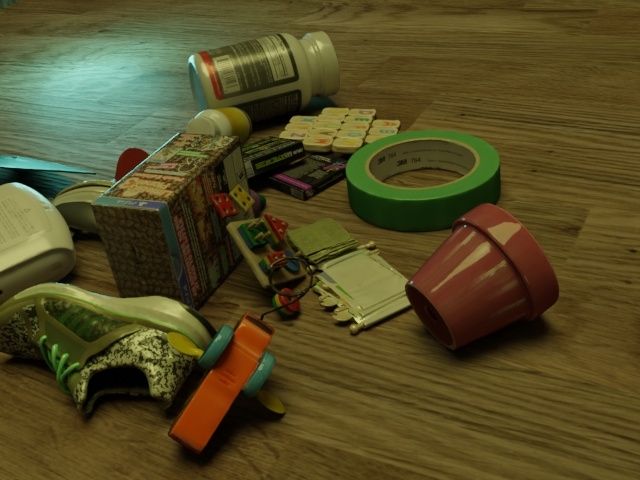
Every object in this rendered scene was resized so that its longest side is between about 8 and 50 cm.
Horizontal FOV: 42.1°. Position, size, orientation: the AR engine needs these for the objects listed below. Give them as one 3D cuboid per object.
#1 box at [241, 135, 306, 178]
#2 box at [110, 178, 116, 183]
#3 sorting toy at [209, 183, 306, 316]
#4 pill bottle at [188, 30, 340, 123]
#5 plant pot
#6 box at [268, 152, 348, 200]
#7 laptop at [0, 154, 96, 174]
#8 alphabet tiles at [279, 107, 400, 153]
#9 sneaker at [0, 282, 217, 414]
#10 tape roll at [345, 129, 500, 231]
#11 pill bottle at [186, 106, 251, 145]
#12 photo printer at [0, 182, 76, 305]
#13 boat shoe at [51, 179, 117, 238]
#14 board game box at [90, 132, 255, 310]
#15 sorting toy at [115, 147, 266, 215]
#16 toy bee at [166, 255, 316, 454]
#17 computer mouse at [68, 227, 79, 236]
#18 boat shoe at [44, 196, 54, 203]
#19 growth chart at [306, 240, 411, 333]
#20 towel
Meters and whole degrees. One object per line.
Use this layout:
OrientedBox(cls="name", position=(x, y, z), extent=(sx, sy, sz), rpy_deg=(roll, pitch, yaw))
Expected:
OrientedBox(cls="box", position=(-0.156, -0.189, 1.919), extent=(0.190, 0.045, 0.184), rpy_deg=(-23, 18, -24))
OrientedBox(cls="box", position=(-0.479, -0.098, 1.895), extent=(0.094, 0.027, 0.137), rpy_deg=(22, 42, 38))
OrientedBox(cls="sorting toy", position=(-0.090, 0.003, 1.497), extent=(0.046, 0.275, 0.132), rpy_deg=(-39, -14, 28))
OrientedBox(cls="pill bottle", position=(-0.146, -0.422, 2.175), extent=(0.362, 0.210, 0.210), rpy_deg=(-17, 32, -15))
OrientedBox(cls="plant pot", position=(0.243, 0.071, 1.316), extent=(0.180, 0.201, 0.201), rpy_deg=(-35, 37, -12))
OrientedBox(cls="box", position=(-0.018, -0.148, 1.872), extent=(0.162, 0.029, 0.116), rpy_deg=(-32, 39, -32))
OrientedBox(cls="laptop", position=(-0.804, -0.087, 1.914), extent=(0.382, 0.236, 0.408), rpy_deg=(13, 65, 46))
OrientedBox(cls="alphabet tiles", position=(0.050, -0.273, 2.031), extent=(0.277, 0.021, 0.284), rpy_deg=(5, 27, 10))
OrientedBox(cls="sneaker", position=(-0.376, 0.182, 1.318), extent=(0.410, 0.158, 0.182), rpy_deg=(0, 43, 19))
OrientedBox(cls="tape roll", position=(0.214, -0.132, 1.746), extent=(0.321, 0.077, 0.321), rpy_deg=(-6, 32, 4))
OrientedBox(cls="pill bottle", position=(-0.243, -0.262, 1.977), extent=(0.103, 0.103, 0.184), rpy_deg=(4, 13, 19))
OrientedBox(cls="photo printer", position=(-0.647, 0.019, 1.617), extent=(0.307, 0.107, 0.256), rpy_deg=(-28, 52, -25))
OrientedBox(cls="boat shoe", position=(-0.417, -0.049, 1.710), extent=(0.302, 0.113, 0.103), rpy_deg=(1, 45, 8))
OrientedBox(cls="board game box", position=(-0.255, -0.033, 1.542), extent=(0.141, 0.232, 0.291), rpy_deg=(6, 33, 24))
OrientedBox(cls="sorting toy", position=(-0.273, -0.119, 1.832), extent=(0.365, 0.127, 0.126), rpy_deg=(16, 13, 24))
OrientedBox(cls="toy bee", position=(-0.114, 0.178, 1.242), extent=(0.298, 0.195, 0.162), rpy_deg=(-35, 0, -12))
OrientedBox(cls="computer mouse", position=(-0.609, -0.023, 1.794), extent=(0.192, 0.042, 0.106), rpy_deg=(2, 37, 5))
OrientedBox(cls="boat shoe", position=(-0.586, -0.072, 1.869), extent=(0.125, 0.038, 0.046), rpy_deg=(1, 76, 31))
OrientedBox(cls="growth chart", position=(0.070, 0.078, 1.487), extent=(0.172, 0.021, 0.237), rpy_deg=(-18, 33, -16))
OrientedBox(cls="towel", position=(0.000, 0.000, 1.614), extent=(0.110, 0.027, 0.148), rpy_deg=(-19, 26, -15))
